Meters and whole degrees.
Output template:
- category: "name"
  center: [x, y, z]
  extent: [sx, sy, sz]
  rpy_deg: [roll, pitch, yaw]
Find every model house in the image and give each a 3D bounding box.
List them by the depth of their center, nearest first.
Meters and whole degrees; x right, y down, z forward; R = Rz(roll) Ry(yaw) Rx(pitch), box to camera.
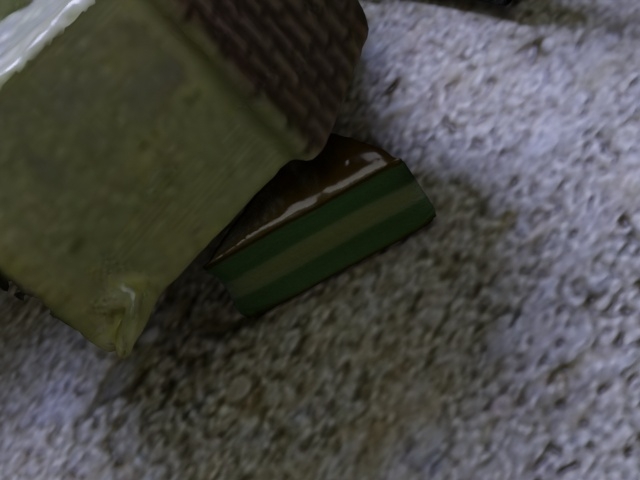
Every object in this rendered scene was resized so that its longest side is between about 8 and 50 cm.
- category: "model house"
  center: [-0.148, -0.140, 1.090]
  extent: [0.266, 0.261, 0.321]
  rpy_deg: [-41, 36, 5]

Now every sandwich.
- category: "sandwich"
  center: [0.000, 0.000, 1.075]
  extent: [0.074, 0.074, 0.116]
  rpy_deg: [27, 75, 38]

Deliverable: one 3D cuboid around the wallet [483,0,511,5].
- category: "wallet"
  center: [-0.018, -0.246, 1.187]
  extent: [0.317, 0.169, 0.044]
  rpy_deg: [15, 53, 35]
